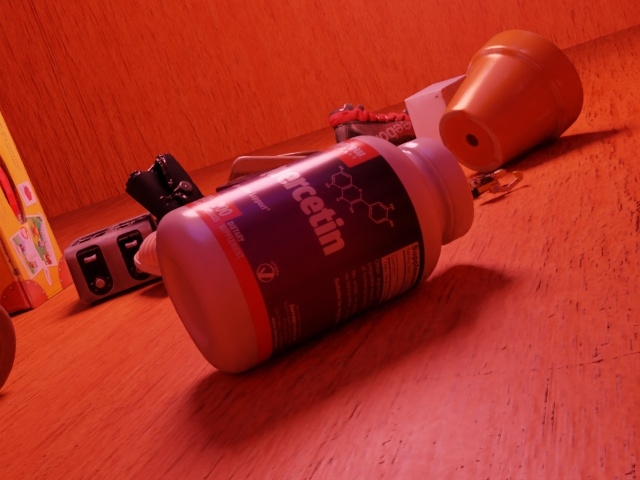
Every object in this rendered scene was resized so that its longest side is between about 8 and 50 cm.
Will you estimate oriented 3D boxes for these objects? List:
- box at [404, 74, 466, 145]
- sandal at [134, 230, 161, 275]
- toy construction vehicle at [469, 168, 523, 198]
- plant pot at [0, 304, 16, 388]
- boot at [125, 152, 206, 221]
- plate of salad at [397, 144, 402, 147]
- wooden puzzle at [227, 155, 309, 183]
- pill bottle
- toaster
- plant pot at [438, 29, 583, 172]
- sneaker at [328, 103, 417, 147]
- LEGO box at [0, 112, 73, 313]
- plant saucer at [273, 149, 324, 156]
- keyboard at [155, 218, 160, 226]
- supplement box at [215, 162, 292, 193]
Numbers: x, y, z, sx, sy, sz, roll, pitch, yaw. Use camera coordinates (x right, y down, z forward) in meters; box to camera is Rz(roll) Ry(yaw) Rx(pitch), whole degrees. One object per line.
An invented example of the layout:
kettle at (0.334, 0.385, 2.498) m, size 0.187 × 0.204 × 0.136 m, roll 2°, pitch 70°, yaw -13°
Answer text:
box at (0.274, -0.279, 1.942) m, size 0.091 × 0.130 × 0.170 m, roll -12°, pitch 13°, yaw 33°
sandal at (-0.219, 0.013, 1.441) m, size 0.102 × 0.076 × 0.265 m, roll -28°, pitch 25°, yaw -34°
toy construction vehicle at (0.241, -0.078, 1.305) m, size 0.098 × 0.035 × 0.086 m, roll -20°, pitch 0°, yaw -15°
plant pot at (-0.541, 0.133, 1.166) m, size 0.229 × 0.262 × 0.263 m, roll 5°, pitch 22°, yaw 26°
boot at (-0.218, -0.085, 1.642) m, size 0.246 × 0.207 × 0.094 m, roll -34°, pitch -10°, yaw -46°
plate of salad at (0.140, -0.152, 1.618) m, size 0.200 × 0.048 × 0.200 m, roll 8°, pitch 5°, yaw -1°
wooden puzzle at (-0.069, -0.118, 1.741) m, size 0.221 × 0.044 × 0.238 m, roll 0°, pitch -9°, yaw -9°
pill bottle at (0.000, 0.000, 0.947) m, size 0.323 × 0.181 × 0.181 m, roll -25°, pitch 12°, yaw -22°
toaster at (-0.367, 0.029, 1.631) m, size 0.168 × 0.110 × 0.185 m, roll -20°, pitch 11°, yaw -3°
plant pot at (0.305, -0.220, 1.492) m, size 0.188 × 0.205 × 0.205 m, roll -43°, pitch 21°, yaw -26°
sneaker at (0.149, -0.239, 2.070) m, size 0.276 × 0.135 × 0.098 m, roll 0°, pitch -12°, yaw -26°
LEGO box at (-0.803, -0.065, 1.824) m, size 0.373 × 0.499 × 0.193 m, roll -17°, pitch 12°, yaw 14°
plant saucer at (-0.049, -0.148, 1.913) m, size 0.278 × 0.041 × 0.278 m, roll -7°, pitch -5°, yaw -1°
keyboard at (-0.456, 0.001, 2.125) m, size 0.202 × 0.033 × 0.317 m, roll -7°, pitch 15°, yaw 26°
supplement box at (-0.047, -0.058, 1.444) m, size 0.240 × 0.130 × 0.073 m, roll -10°, pitch 14°, yaw 37°
